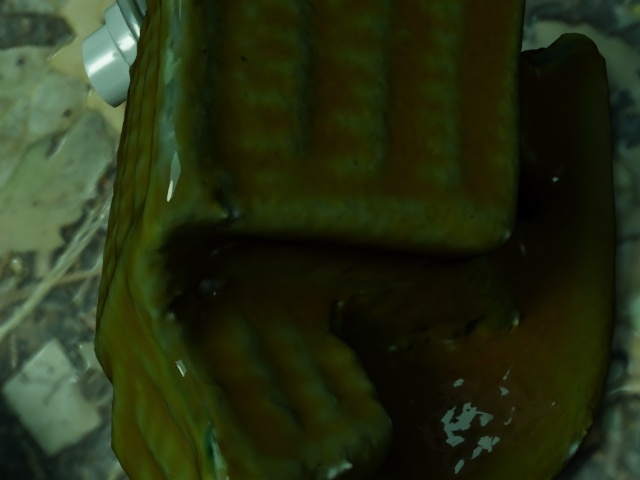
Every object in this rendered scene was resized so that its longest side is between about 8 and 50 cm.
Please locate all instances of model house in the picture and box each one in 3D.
[{"bbox_3d":[0.004,0.009,0.577,0.173,0.239,0.268,-5,68,18],"label":"model house"}]

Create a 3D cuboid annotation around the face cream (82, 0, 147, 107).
[{"bbox_3d":[0.017,-0.146,0.724,0.283,0.073,0.073,-30,63,8],"label":"face cream"}]
